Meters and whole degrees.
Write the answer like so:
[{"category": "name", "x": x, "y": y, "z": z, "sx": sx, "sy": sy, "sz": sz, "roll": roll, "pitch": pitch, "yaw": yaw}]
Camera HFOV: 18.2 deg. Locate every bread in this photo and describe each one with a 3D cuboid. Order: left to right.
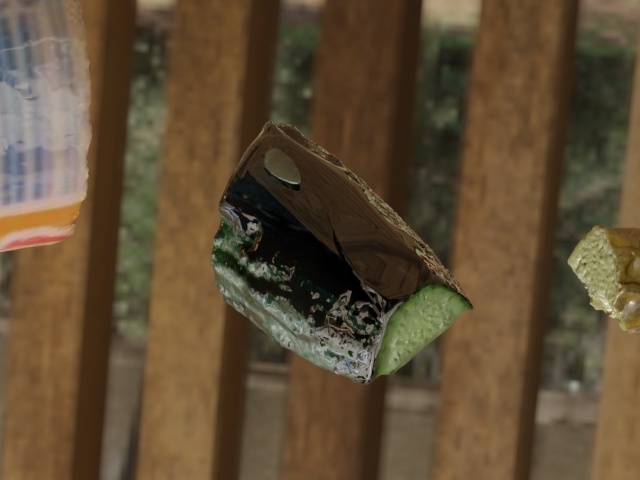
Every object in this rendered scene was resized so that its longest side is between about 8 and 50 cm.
[{"category": "bread", "x": 0.206, "y": 0.026, "z": 1.213, "sx": 0.110, "sy": 0.066, "sz": 0.060, "roll": 6, "pitch": -176, "yaw": -30}]

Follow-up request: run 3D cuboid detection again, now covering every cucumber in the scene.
[{"category": "cucumber", "x": 0.000, "y": 0.000, "z": 1.197, "sx": 0.115, "sy": 0.086, "sz": 0.193, "roll": -32, "pitch": -129, "yaw": -21}]

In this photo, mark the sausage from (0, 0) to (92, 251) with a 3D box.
[{"category": "sausage", "x": -0.288, "y": -0.086, "z": 1.085, "sx": 0.287, "sy": 0.233, "sz": 0.233, "roll": -13, "pitch": -167, "yaw": -20}]
